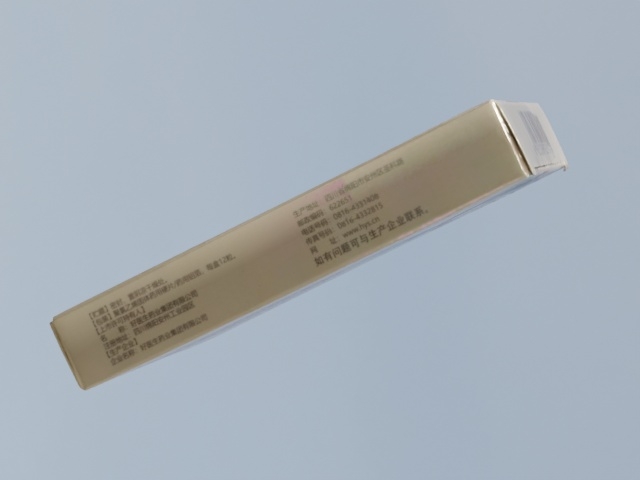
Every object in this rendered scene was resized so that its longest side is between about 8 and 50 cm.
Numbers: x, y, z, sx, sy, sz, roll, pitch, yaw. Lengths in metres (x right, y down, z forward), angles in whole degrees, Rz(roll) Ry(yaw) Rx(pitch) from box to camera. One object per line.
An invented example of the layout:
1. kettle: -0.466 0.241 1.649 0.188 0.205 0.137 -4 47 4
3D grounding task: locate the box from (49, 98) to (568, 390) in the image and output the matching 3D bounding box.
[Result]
1. box: 0.000 0.000 1.178 0.353 0.214 0.069 -28 -93 16
